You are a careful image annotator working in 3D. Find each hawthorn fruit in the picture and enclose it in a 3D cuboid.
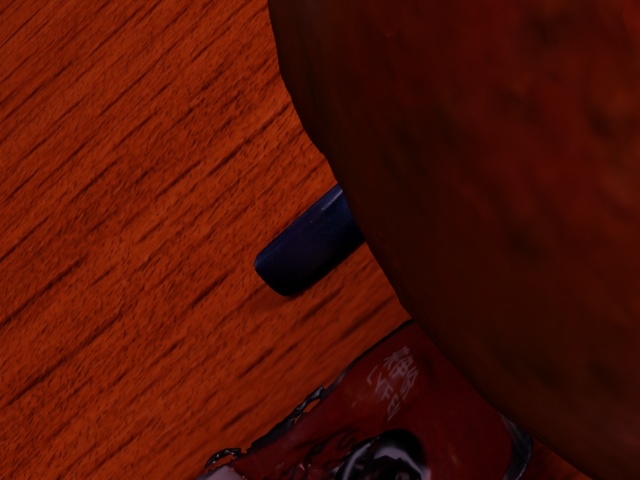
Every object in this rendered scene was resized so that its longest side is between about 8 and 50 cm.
[{"bbox_3d":[0.162,-0.086,0.597,0.403,0.403,0.402,-37,29,25],"label":"hawthorn fruit"}]

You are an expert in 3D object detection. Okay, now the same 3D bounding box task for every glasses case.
[{"bbox_3d":[0.000,0.000,1.086,0.083,0.033,0.023,-41,38,20],"label":"glasses case"}]

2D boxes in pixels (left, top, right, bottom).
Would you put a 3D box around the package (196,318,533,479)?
[{"bbox_3d":[-0.023,0.140,0.917,0.269,0.071,0.194,-34,30,4],"label":"package"}]
